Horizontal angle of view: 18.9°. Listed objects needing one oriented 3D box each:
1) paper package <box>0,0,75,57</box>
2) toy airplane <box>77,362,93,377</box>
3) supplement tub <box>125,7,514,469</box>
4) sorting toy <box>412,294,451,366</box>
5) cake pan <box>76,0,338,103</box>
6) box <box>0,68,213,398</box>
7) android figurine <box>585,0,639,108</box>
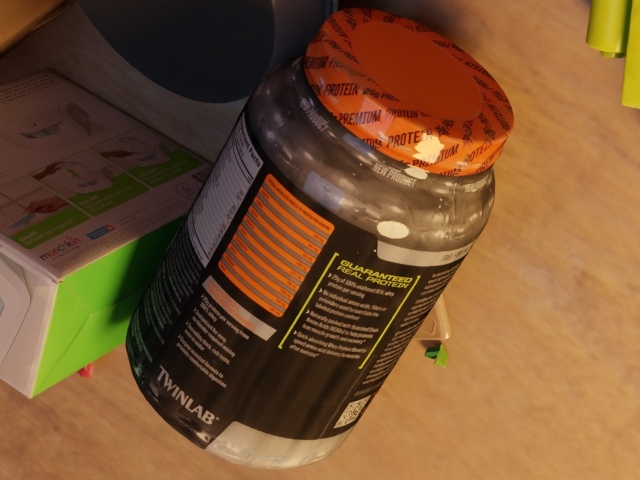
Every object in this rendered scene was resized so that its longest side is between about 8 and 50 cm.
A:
[{"bbox_3d":[-0.429,-0.252,1.685,0.309,0.168,0.325,-30,101,37],"label":"paper package"},{"bbox_3d":[-0.239,0.053,1.797,0.151,0.028,0.151,12,113,29],"label":"toy airplane"},{"bbox_3d":[0.000,0.000,1.504,0.207,0.207,0.338,40,122,14],"label":"supplement tub"},{"bbox_3d":[0.081,0.067,1.605,0.062,0.012,0.083,-4,106,37],"label":"sorting toy"},{"bbox_3d":[-0.114,-0.230,1.529,0.293,0.054,0.293,30,142,27],"label":"cake pan"},{"bbox_3d":[-0.238,-0.019,1.623,0.231,0.262,0.127,30,122,19],"label":"box"},{"bbox_3d":[0.303,-0.163,1.342,0.248,0.056,0.273,15,116,28],"label":"android figurine"}]
